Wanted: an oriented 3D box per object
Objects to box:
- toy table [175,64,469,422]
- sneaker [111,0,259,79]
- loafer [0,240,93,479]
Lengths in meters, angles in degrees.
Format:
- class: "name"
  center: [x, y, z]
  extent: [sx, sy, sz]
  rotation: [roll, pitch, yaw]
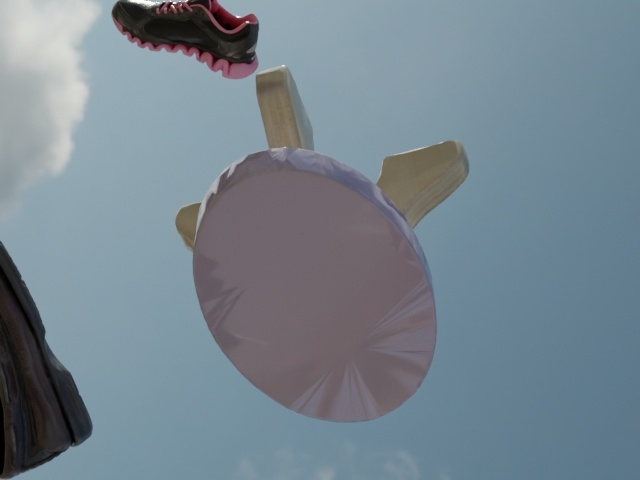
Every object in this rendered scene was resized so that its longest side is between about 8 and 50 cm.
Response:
- class: "toy table"
  center: [0.000, 0.000, 1.054]
  extent: [0.161, 0.252, 0.274]
  rotation: [-91, 175, -49]
- class: "sneaker"
  center: [-0.100, -0.168, 0.999]
  extent: [0.047, 0.119, 0.057]
  rotation: [-71, 180, -47]
- class: "loafer"
  center: [-0.291, 0.082, 1.121]
  extent: [0.109, 0.095, 0.302]
  rotation: [21, -39, 47]
